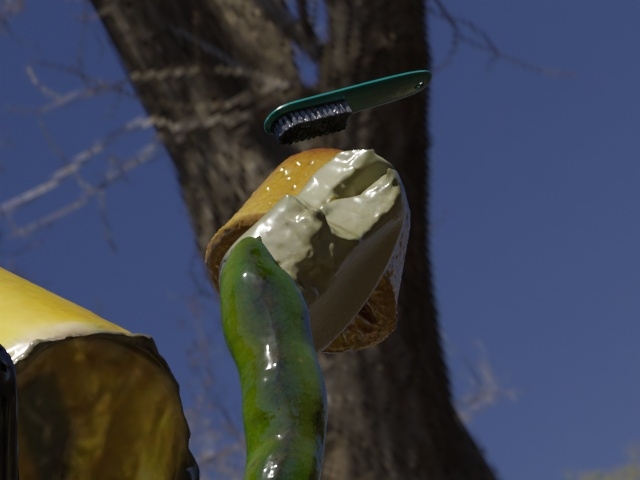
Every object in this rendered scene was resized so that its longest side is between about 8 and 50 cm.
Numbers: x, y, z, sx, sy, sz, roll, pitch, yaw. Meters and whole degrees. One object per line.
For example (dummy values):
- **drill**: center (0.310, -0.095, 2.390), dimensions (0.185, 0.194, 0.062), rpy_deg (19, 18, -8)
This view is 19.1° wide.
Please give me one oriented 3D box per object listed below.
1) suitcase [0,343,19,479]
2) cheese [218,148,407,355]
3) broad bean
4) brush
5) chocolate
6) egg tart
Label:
- **suitcase**: center (-0.280, 0.118, 0.727), dimensions (0.339, 0.345, 0.188), rpy_deg (0, 4, 4)
- **cheese**: center (-0.004, 0.012, 1.597), dimensions (0.202, 0.091, 0.175), rpy_deg (-49, -19, -23)
- **broad bean**: center (-0.028, 0.093, 1.164), dimensions (0.065, 0.254, 0.046), rpy_deg (0, -41, -6)
- **brush**: center (0.033, -0.127, 1.824), dimensions (0.193, 0.032, 0.043), rpy_deg (-16, -31, -28)
- **chocolate**: center (-0.258, 0.073, 1.195), dimensions (0.162, 0.445, 0.162), rpy_deg (-13, -68, -35)
- **egg tart**: center (0.000, 0.000, 1.906), dimensions (0.202, 0.147, 0.202), rpy_deg (15, -38, 12)
